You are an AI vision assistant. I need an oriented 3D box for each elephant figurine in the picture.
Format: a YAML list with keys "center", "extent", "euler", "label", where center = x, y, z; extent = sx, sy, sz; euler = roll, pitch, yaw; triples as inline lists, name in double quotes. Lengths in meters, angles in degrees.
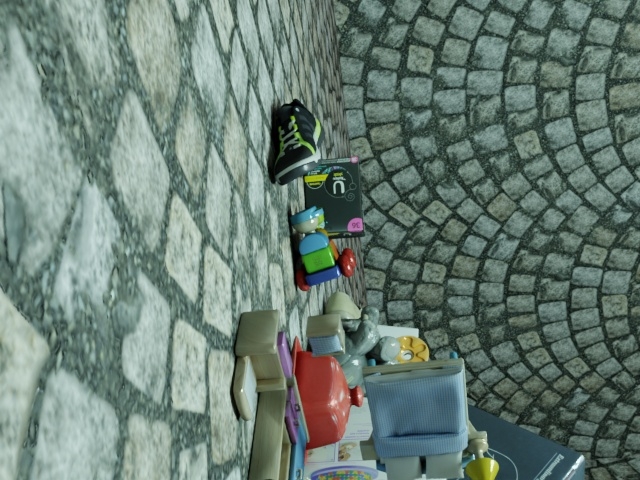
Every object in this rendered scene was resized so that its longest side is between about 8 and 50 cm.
- center: [0.051, 0.215, 1.486]
  extent: [0.169, 0.186, 0.239]
  euler: [-62, -155, 5]
  label: "elephant figurine"

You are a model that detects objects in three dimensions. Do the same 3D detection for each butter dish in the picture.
- center: [0.010, 0.255, 1.181]
  extent: [0.160, 0.118, 0.160]
  euler: [-88, 171, -48]
  label: "butter dish"

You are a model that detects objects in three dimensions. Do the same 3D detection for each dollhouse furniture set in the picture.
- center: [0.068, 0.242, 0.889]
  extent: [0.198, 0.303, 0.286]
  euler: [-88, 170, -51]
  label: "dollhouse furniture set"

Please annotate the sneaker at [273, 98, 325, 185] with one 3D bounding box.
- center: [-0.053, -0.174, 1.238]
  extent: [0.097, 0.084, 0.235]
  euler: [56, 17, -22]
  label: "sneaker"

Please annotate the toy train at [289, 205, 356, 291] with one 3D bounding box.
- center: [0.000, 0.000, 1.421]
  extent: [0.248, 0.105, 0.143]
  euler: [-53, 125, -80]
  label: "toy train"

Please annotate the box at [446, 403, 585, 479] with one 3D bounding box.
- center: [0.232, 0.471, 1.346]
  extent: [0.293, 0.395, 0.212]
  euler: [-30, 123, -36]
  label: "box"

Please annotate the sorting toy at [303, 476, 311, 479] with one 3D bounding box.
- center: [-0.040, 0.357, 1.029]
  extent: [0.083, 0.044, 0.075]
  euler: [-82, 158, -61]
  label: "sorting toy"

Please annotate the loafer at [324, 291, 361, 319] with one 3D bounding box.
- center: [0.070, 0.206, 1.805]
  extent: [0.268, 0.101, 0.092]
  euler: [72, 21, -61]
  label: "loafer"

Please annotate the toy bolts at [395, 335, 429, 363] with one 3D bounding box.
- center: [0.124, 0.262, 1.640]
  extent: [0.158, 0.228, 0.218]
  euler: [74, 35, -48]
  label: "toy bolts"

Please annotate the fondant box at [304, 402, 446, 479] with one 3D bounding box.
- center: [0.083, 0.402, 1.183]
  extent: [0.330, 0.238, 0.096]
  euler: [-82, 166, -63]
  label: "fondant box"

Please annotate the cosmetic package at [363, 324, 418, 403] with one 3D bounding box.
- center: [0.172, 0.429, 1.964]
  extent: [0.197, 0.155, 0.366]
  euler: [88, 8, -67]
  label: "cosmetic package"

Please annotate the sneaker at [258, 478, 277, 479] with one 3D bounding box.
- center: [-0.036, 0.382, 0.625]
  extent: [0.146, 0.134, 0.344]
  euler: [50, 37, -78]
  label: "sneaker"

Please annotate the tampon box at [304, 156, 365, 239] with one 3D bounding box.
- center: [0.031, -0.089, 1.596]
  extent: [0.101, 0.120, 0.161]
  euler: [52, 34, -79]
  label: "tampon box"
